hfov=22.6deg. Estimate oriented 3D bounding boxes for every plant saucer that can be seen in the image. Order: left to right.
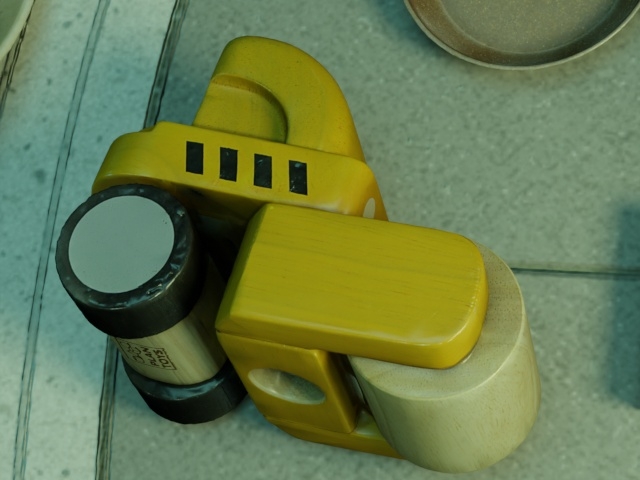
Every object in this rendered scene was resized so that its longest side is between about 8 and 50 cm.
[{"bbox_3d":[0.156,-0.213,1.199,0.198,0.036,0.199,-4,72,14],"label":"plant saucer"}]

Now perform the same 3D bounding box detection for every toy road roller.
[{"bbox_3d":[0.000,0.000,1.088,0.329,0.202,0.241,12,65,18],"label":"toy road roller"}]

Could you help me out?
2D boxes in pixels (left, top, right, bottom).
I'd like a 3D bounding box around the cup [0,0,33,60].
[{"bbox_3d":[-0.416,-0.247,1.235,0.237,0.331,0.331,-7,69,40],"label":"cup"}]
